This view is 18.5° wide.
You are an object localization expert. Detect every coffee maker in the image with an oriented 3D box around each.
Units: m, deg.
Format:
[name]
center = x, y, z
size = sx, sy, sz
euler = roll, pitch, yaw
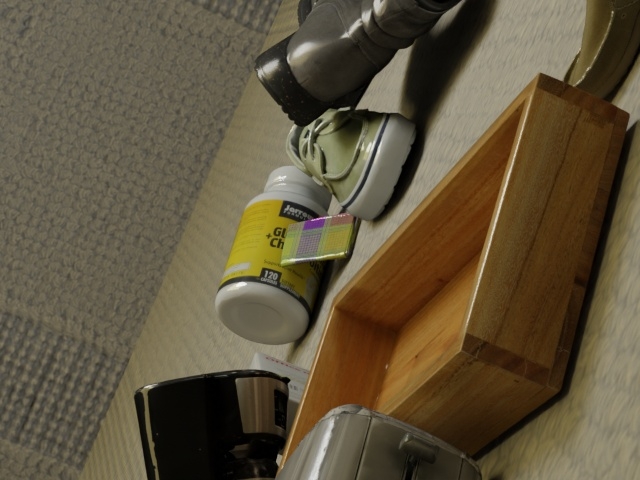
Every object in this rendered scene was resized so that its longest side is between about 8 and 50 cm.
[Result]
[coffee maker]
center = -0.099, 0.201, 1.555
size = 0.120, 0.171, 0.178
euler = 114, 149, -67

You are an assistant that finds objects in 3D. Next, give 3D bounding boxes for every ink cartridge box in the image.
[ink cartridge box]
center = -0.023, 0.147, 1.692
size = 0.122, 0.088, 0.052
euler = -107, 39, -76

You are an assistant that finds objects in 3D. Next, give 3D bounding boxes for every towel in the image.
[towel]
center = 0.000, 0.000, 2.023
size = 0.083, 0.009, 0.060
euler = -10, 47, 26

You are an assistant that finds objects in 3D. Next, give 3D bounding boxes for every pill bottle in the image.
[pill bottle]
center = -0.043, 0.013, 2.101
size = 0.103, 0.103, 0.184
euler = 125, 165, -53

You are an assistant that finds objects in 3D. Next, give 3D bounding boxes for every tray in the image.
[tray]
center = 0.077, 0.069, 1.362
size = 0.411, 0.076, 0.203
euler = 131, 160, -61

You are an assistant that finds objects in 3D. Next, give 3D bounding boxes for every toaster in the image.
[toaster]
center = 0.015, 0.208, 1.215
size = 0.227, 0.129, 0.146
euler = 119, 173, -47

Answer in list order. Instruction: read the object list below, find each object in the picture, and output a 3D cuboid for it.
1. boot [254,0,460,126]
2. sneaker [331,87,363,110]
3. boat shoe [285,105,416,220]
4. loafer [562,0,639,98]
[boot]
center = 0.080, -0.241, 1.972
size = 0.222, 0.118, 0.338
euler = -35, 15, 26
[sneaker]
center = 0.031, -0.202, 2.386
size = 0.170, 0.051, 0.089
euler = -52, 16, 42
[boat shoe]
center = 0.022, -0.084, 1.988
size = 0.302, 0.094, 0.109
euler = -179, 112, -81
[loafer]
center = 0.194, -0.158, 1.301
size = 0.056, 0.050, 0.148
euler = -88, 23, -67
